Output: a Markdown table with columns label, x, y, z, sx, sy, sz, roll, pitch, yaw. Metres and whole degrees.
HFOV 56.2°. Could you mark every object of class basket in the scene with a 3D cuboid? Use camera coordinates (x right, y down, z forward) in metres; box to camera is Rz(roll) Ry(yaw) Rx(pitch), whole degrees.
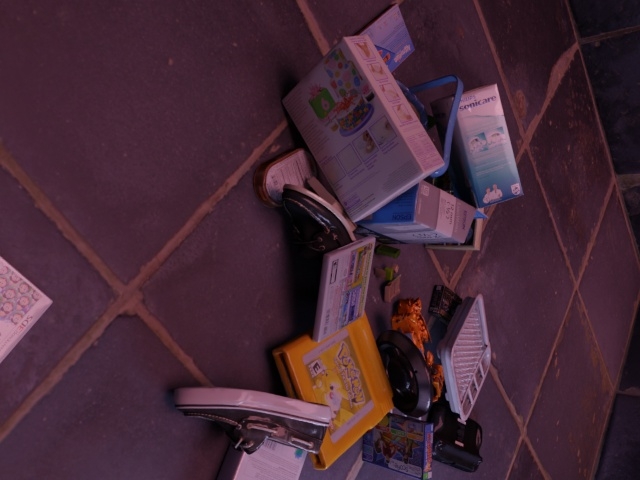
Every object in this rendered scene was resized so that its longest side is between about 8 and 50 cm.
| label | x | y | z | sx | sy | sz | roll | pitch | yaw |
| --- | --- | --- | --- | --- | --- | --- | --- | --- | --- |
| basket | 0.208 | -0.274 | 1.489 | 0.201 | 0.288 | 0.255 | 26 | 73 | -39 |

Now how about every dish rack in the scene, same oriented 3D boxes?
| label | x | y | z | sx | sy | sz | roll | pitch | yaw |
| --- | --- | --- | --- | --- | --- | --- | --- | --- | --- |
| dish rack | 0.441 | 0.354 | 1.853 | 0.285 | 0.072 | 0.333 | -50 | 136 | -39 |

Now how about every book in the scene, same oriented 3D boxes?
| label | x | y | z | sx | sy | sz | roll | pitch | yaw |
| --- | --- | --- | --- | --- | --- | --- | --- | --- | --- |
| book | 0.026 | -0.081 | 1.410 | 0.035 | 0.096 | 0.144 | -40 | 148 | 1 |

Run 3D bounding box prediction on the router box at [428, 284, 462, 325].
| label | x | y | z | sx | sy | sz | roll | pitch | yaw |
| --- | --- | --- | --- | --- | --- | --- | --- | --- | --- |
| router box | 0.390 | 0.203 | 1.867 | 0.122 | 0.038 | 0.092 | 35 | 65 | -41 |

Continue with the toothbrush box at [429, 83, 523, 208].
| label | x | y | z | sx | sy | sz | roll | pitch | yaw |
| --- | --- | --- | --- | --- | --- | --- | --- | --- | --- |
| toothbrush box | 0.411 | -0.252 | 1.603 | 0.126 | 0.216 | 0.296 | -19 | 100 | -1 |

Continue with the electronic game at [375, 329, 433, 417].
| label | x | y | z | sx | sy | sz | roll | pitch | yaw |
| --- | --- | --- | --- | --- | --- | --- | --- | --- | --- |
| electronic game | 0.208 | 0.340 | 1.531 | 0.048 | 0.229 | 0.230 | -14 | 100 | -28 |

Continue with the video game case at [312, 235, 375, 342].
| label | x | y | z | sx | sy | sz | roll | pitch | yaw |
| --- | --- | --- | --- | --- | --- | --- | --- | --- | --- |
| video game case | 0.055 | 0.109 | 1.383 | 0.193 | 0.023 | 0.213 | -20 | 124 | -52 |

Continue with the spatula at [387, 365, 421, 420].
| label | x | y | z | sx | sy | sz | roll | pitch | yaw |
| --- | --- | --- | --- | --- | --- | --- | --- | --- | --- |
| spatula | 0.223 | 0.468 | 1.596 | 0.019 | 0.168 | 0.242 | -7 | 99 | -33 |

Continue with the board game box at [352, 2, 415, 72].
| label | x | y | z | sx | sy | sz | roll | pitch | yaw |
| --- | --- | --- | --- | --- | --- | --- | --- | --- | --- |
| board game box | 0.163 | -0.526 | 1.640 | 0.281 | 0.027 | 0.145 | -49 | 122 | -36 |

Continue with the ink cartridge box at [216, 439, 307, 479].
| label | x | y | z | sx | sy | sz | roll | pitch | yaw |
| --- | --- | --- | --- | --- | --- | --- | --- | --- | --- |
| ink cartridge box | -0.131 | 0.508 | 1.274 | 0.185 | 0.065 | 0.311 | 40 | 58 | -38 |

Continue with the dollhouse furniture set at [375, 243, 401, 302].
| label | x | y | z | sx | sy | sz | roll | pitch | yaw |
| --- | --- | --- | --- | --- | --- | --- | --- | --- | --- |
| dollhouse furniture set | 0.183 | 0.091 | 1.654 | 0.076 | 0.058 | 0.152 | -40 | 137 | -49 |

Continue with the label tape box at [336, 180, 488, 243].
| label | x | y | z | sx | sy | sz | roll | pitch | yaw |
| --- | --- | --- | --- | --- | --- | --- | --- | --- | --- |
| label tape box | 0.240 | -0.052 | 1.551 | 0.347 | 0.249 | 0.115 | 21 | 74 | -45 |

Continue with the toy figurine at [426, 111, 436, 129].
| label | x | y | z | sx | sy | sz | roll | pitch | yaw |
| --- | --- | --- | --- | --- | --- | --- | --- | --- | --- |
| toy figurine | 0.273 | -0.272 | 1.720 | 0.173 | 0.130 | 0.159 | -72 | 155 | -54 |

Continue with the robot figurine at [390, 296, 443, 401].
| label | x | y | z | sx | sy | sz | roll | pitch | yaw |
| --- | --- | --- | --- | --- | --- | --- | --- | --- | --- |
| robot figurine | 0.271 | 0.315 | 1.659 | 0.211 | 0.085 | 0.291 | -43 | 115 | -67 |

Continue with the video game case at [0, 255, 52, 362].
| label | x | y | z | sx | sy | sz | roll | pitch | yaw |
| --- | --- | --- | --- | --- | --- | --- | --- | --- | --- |
| video game case | -0.508 | 0.098 | 0.900 | 0.157 | 0.019 | 0.143 | 54 | 53 | -32 |

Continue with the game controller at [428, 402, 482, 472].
| label | x | y | z | sx | sy | sz | roll | pitch | yaw |
| --- | --- | --- | --- | --- | --- | --- | --- | --- | --- |
| game controller | 0.426 | 0.626 | 1.896 | 0.319 | 0.067 | 0.167 | 35 | 50 | -42 |

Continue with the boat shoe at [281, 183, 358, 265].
| label | x | y | z | sx | sy | sz | roll | pitch | yaw |
| --- | --- | --- | --- | --- | --- | --- | --- | --- | --- |
| boat shoe | -0.003 | -0.001 | 1.371 | 0.113 | 0.127 | 0.340 | -61 | 147 | -15 |

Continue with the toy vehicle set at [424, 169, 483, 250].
| label | x | y | z | sx | sy | sz | roll | pitch | yaw |
| --- | --- | --- | --- | --- | --- | --- | --- | --- | --- |
| toy vehicle set | 0.405 | -0.104 | 1.794 | 0.035 | 0.165 | 0.267 | 19 | 75 | -49 |

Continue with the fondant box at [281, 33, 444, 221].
| label | x | y | z | sx | sy | sz | roll | pitch | yaw |
| --- | --- | --- | --- | --- | --- | --- | --- | --- | --- |
| fondant box | 0.086 | -0.240 | 1.315 | 0.096 | 0.238 | 0.330 | -28 | 86 | -44 |

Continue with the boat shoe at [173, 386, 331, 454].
| label | x | y | z | sx | sy | sz | roll | pitch | yaw |
| --- | --- | --- | --- | --- | --- | --- | --- | --- | --- |
| boat shoe | -0.128 | 0.358 | 1.176 | 0.335 | 0.121 | 0.119 | 16 | 71 | -22 |

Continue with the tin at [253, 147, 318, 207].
| label | x | y | z | sx | sy | sz | roll | pitch | yaw |
| --- | --- | --- | --- | --- | --- | --- | --- | --- | --- |
| tin | -0.074 | -0.144 | 1.369 | 0.189 | 0.040 | 0.106 | -37 | 120 | -42 |

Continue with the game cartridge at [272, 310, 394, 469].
| label | x | y | z | sx | sy | sz | roll | pitch | yaw |
| --- | --- | --- | --- | --- | --- | --- | --- | --- | --- |
| game cartridge | 0.047 | 0.330 | 1.424 | 0.323 | 0.052 | 0.286 | -22 | 93 | -50 |

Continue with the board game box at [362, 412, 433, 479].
| label | x | y | z | sx | sy | sz | roll | pitch | yaw |
| --- | --- | --- | --- | --- | --- | --- | --- | --- | --- |
| board game box | 0.193 | 0.515 | 1.525 | 0.035 | 0.201 | 0.136 | 7 | 84 | -43 |
